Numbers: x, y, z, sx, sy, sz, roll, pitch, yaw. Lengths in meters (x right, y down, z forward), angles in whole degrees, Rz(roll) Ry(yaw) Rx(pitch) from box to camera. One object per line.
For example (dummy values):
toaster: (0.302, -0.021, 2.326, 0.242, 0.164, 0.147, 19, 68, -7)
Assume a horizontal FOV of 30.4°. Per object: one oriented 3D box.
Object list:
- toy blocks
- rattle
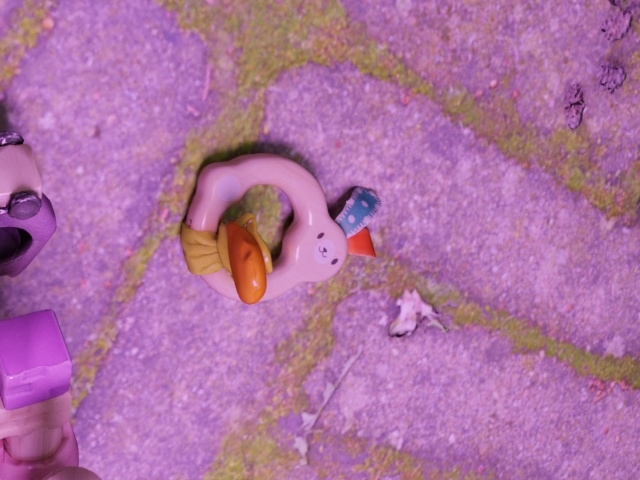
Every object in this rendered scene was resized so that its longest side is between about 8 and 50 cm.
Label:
toy blocks: (-0.297, 0.140, 0.776, 0.288, 0.309, 0.260, -9, 146, -20)
rattle: (0.000, 0.000, 0.950, 0.199, 0.142, 0.130, 13, 81, -31)
